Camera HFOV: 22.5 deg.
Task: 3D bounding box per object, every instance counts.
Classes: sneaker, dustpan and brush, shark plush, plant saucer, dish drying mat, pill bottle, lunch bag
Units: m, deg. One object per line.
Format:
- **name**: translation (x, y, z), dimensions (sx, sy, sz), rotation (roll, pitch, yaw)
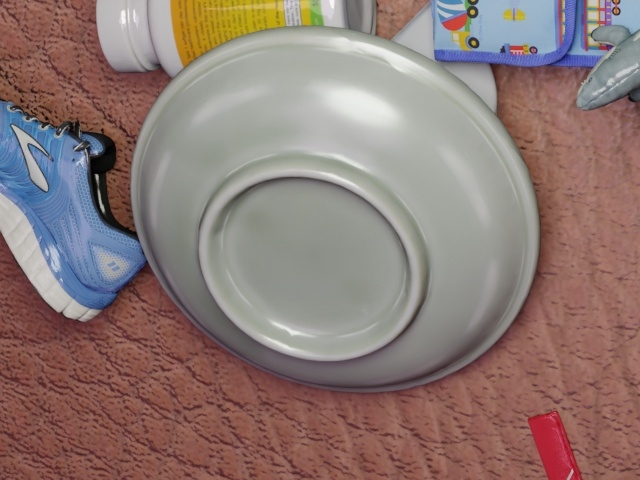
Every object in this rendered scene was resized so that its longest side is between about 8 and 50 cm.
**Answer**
- **sneaker**: translation (-0.286, -0.086, 1.641), dimensions (0.147, 0.130, 0.330), rotation (-37, 92, 6)
- **dustpan and brush**: translation (0.134, -0.106, 1.521), dimensions (0.211, 0.060, 0.147), rotation (44, 79, 0)
- **shark plush**: translation (0.288, -0.150, 1.327), dimensions (0.161, 0.067, 0.073), rotation (-13, 107, 30)
- **plant saucer**: translation (0.000, 0.000, 1.500), dimensions (0.400, 0.100, 0.401), rotation (8, 123, 12)
- **dish drying mat**: translation (0.232, 0.210, 1.587), dimensions (0.032, 0.008, 0.083), rotation (-18, 95, 20)
- **pill bottle**: translation (-0.080, -0.217, 1.528), dimensions (0.245, 0.136, 0.136), rotation (-2, 100, 17)
- **lunch bag**: translation (0.219, -0.272, 1.422), dimensions (0.293, 0.138, 0.221), rotation (2, 110, 19)
